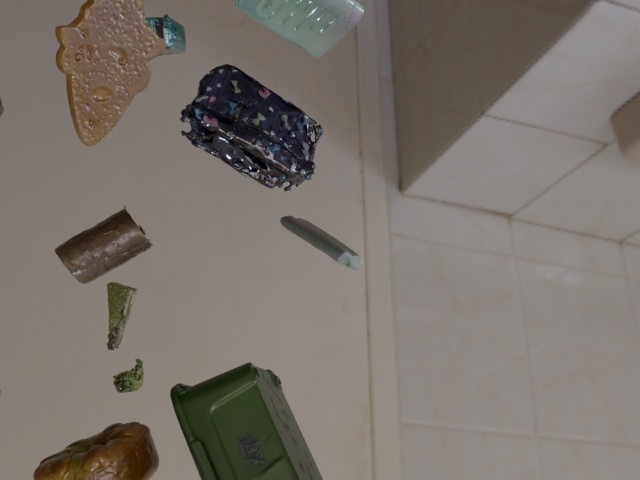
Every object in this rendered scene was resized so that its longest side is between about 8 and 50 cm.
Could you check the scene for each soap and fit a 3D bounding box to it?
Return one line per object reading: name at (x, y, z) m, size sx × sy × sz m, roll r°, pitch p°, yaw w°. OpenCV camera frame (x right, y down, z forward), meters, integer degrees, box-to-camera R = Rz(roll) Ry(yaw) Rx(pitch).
soap at (-0.047, -0.461, 1.506) m, size 0.150 × 0.094 × 0.261 m, roll -42°, pitch 144°, yaw 22°

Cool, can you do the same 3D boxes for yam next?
yam at (-0.330, 0.011, 1.220) m, size 0.127 × 0.084 × 0.084 m, roll -33°, pitch 156°, yaw -10°

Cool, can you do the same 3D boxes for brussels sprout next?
brussels sprout at (-0.414, 0.299, 1.724) m, size 0.085 × 0.058 × 0.085 m, roll -33°, pitch 159°, yaw -15°

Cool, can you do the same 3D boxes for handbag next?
handbag at (-0.125, -0.198, 1.457) m, size 0.260 × 0.162 × 0.113 m, roll 30°, pitch 143°, yaw -18°

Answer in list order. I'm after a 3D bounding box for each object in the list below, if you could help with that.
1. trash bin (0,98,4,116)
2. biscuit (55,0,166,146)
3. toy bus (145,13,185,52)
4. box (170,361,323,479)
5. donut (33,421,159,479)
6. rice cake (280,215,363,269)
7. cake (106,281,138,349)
trash bin at (-0.627, -0.229, 1.208) m, size 0.290 × 0.182 × 0.209 m, roll -7°, pitch 119°, yaw 35°
biscuit at (-0.302, -0.255, 1.124) m, size 0.162 × 0.250 × 0.035 m, roll 9°, pitch -169°, yaw -41°
toy bus at (-0.381, -0.497, 1.935) m, size 0.091 × 0.079 × 0.160 m, roll -2°, pitch -173°, yaw 4°
box at (-0.117, 0.391, 1.462) m, size 0.177 × 0.329 × 0.253 m, roll -26°, pitch 163°, yaw 2°
donut at (-0.411, 0.422, 1.483) m, size 0.226 × 0.114 × 0.226 m, roll -23°, pitch -177°, yaw 1°
rice cake at (0.001, 0.001, 1.825) m, size 0.221 × 0.042 × 0.080 m, roll 34°, pitch -172°, yaw 40°
cake at (-0.400, 0.153, 1.600) m, size 0.055 × 0.140 × 0.051 m, roll 2°, pitch -177°, yaw 10°
